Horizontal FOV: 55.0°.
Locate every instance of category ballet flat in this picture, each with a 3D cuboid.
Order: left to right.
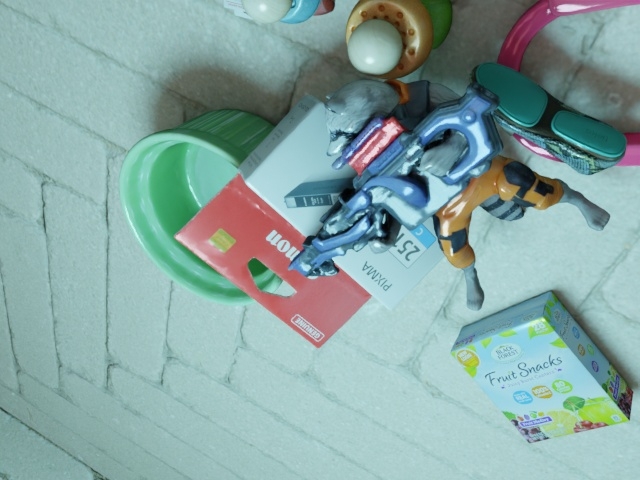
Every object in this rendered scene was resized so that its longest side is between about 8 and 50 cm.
[{"bbox_3d":[0.244,-0.130,0.691,0.188,0.070,0.070,35,133,8],"label":"ballet flat"}]

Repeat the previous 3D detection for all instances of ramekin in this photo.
[{"bbox_3d":[-0.151,-0.059,0.978,0.304,0.148,0.303,16,129,20],"label":"ramekin"}]

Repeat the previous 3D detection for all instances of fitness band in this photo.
[{"bbox_3d":[0.337,-0.182,0.670,0.291,0.054,0.208,4,126,30],"label":"fitness band"}]

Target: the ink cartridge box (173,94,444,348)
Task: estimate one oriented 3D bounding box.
[{"bbox_3d":[0.000,0.000,0.837,0.261,0.066,0.296,-46,117,5],"label":"ink cartridge box"}]

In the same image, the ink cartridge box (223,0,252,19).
[{"bbox_3d":[-0.104,-0.338,0.830,0.048,0.028,0.083,19,130,18],"label":"ink cartridge box"}]

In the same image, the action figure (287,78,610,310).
[{"bbox_3d":[0.118,-0.058,0.743,0.330,0.178,0.341,39,132,-21],"label":"action figure"}]

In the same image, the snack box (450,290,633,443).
[{"bbox_3d":[0.331,0.199,0.932,0.207,0.070,0.174,49,133,-6],"label":"snack box"}]

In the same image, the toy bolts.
[{"bbox_3d":[0.024,-0.301,0.692,0.229,0.158,0.218,16,129,20],"label":"toy bolts"}]
